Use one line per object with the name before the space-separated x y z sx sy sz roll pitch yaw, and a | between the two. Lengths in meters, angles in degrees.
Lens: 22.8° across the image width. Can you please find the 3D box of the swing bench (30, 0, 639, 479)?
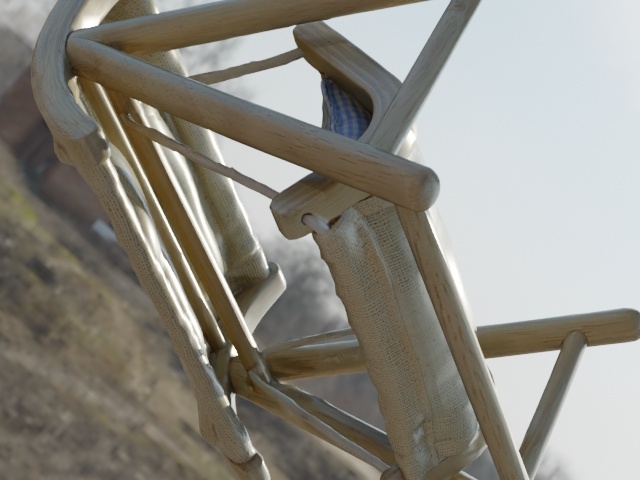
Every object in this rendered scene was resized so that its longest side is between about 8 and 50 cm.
swing bench | 0.000 0.000 0.784 0.254 0.165 0.253 6 -43 30
